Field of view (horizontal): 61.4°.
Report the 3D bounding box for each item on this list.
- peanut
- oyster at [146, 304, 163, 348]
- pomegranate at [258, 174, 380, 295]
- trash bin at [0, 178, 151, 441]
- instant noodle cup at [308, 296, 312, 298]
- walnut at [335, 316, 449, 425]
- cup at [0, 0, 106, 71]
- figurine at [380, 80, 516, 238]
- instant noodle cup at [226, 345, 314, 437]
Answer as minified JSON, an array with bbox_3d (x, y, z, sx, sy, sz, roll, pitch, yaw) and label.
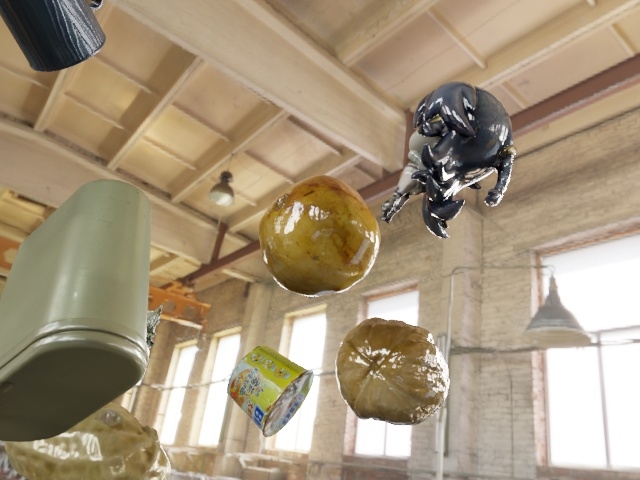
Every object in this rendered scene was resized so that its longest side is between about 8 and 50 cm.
[{"bbox_3d":[-0.383,0.316,0.848,0.324,0.153,0.140,24,-9,18],"label":"peanut"},{"bbox_3d":[-0.310,0.148,0.951,0.037,0.098,0.100,23,-69,-29],"label":"oyster"},{"bbox_3d":[0.000,0.000,1.152,0.264,0.265,0.264,7,-25,3],"label":"pomegranate"},{"bbox_3d":[-0.300,0.079,0.643,0.243,0.248,0.121,-35,-48,23],"label":"trash bin"},{"bbox_3d":[0.018,0.015,1.436,0.178,0.240,0.240,-17,-34,28],"label":"instant noodle cup"},{"bbox_3d":[0.179,0.324,1.339,0.276,0.252,0.313,1,-17,26],"label":"walnut"},{"bbox_3d":[-0.376,-0.333,0.740,0.113,0.150,0.138,-6,-43,8],"label":"cup"},{"bbox_3d":[0.208,-0.132,0.876,0.196,0.265,0.175,18,-13,-14],"label":"figurine"},{"bbox_3d":[-0.131,0.370,1.374,0.153,0.205,0.205,34,-16,22],"label":"instant noodle cup"}]
